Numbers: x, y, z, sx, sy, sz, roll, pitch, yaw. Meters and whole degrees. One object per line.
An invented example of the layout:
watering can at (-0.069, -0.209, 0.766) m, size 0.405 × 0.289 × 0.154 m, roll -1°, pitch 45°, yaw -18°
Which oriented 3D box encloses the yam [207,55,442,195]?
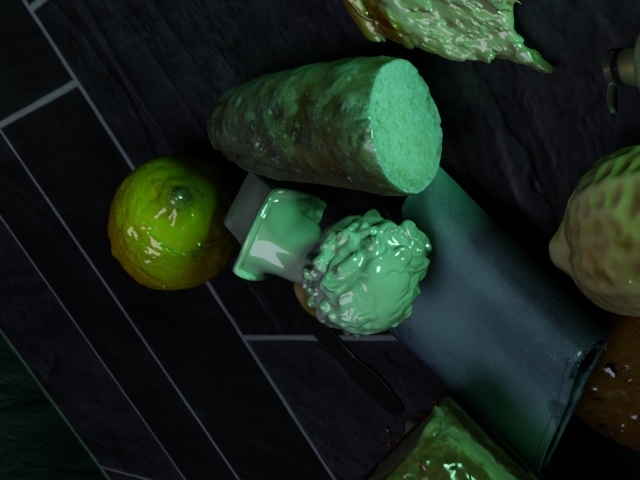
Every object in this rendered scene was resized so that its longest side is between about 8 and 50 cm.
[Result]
yam at (-0.008, -0.114, 0.988) m, size 0.330 × 0.133 × 0.133 m, roll 7°, pitch 129°, yaw 53°

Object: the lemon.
lemon at (-0.188, -0.020, 1.261) m, size 0.181 × 0.181 × 0.193 m, roll 41°, pitch 126°, yaw 13°

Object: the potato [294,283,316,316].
potato at (0.026, 0.042, 1.153) m, size 0.107 × 0.080 × 0.170 m, roll 63°, pitch 150°, yaw 6°

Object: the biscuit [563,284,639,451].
biscuit at (0.297, 0.127, 0.945) m, size 0.212 × 0.036 × 0.212 m, roll 34°, pitch 148°, yaw 26°

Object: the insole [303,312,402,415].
insole at (0.044, 0.170, 1.337) m, size 0.188 × 0.004 × 0.064 m, roll 46°, pitch 148°, yaw 5°

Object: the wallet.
wallet at (0.168, 0.096, 1.016) m, size 0.251 × 0.054 × 0.290 m, roll 47°, pitch 153°, yaw 30°

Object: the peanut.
peanut at (0.278, -0.010, 0.707) m, size 0.325 × 0.153 × 0.140 m, roll 171°, pitch 83°, yaw -72°

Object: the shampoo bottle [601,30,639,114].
shampoo bottle at (0.268, -0.125, 0.669) m, size 0.162 × 0.079 × 0.079 m, roll 6°, pitch 128°, yaw 49°

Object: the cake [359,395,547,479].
cake at (0.146, 0.346, 1.073) m, size 0.282 × 0.255 × 0.290 m, roll 42°, pitch -171°, yaw 7°

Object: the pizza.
pizza at (0.092, -0.221, 0.829) m, size 0.262 × 0.034 × 0.181 m, roll 39°, pitch 147°, yaw 16°

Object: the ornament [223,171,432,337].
ornament at (-0.011, 0.011, 1.033) m, size 0.285 × 0.120 × 0.130 m, roll 22°, pitch 98°, yaw 46°
